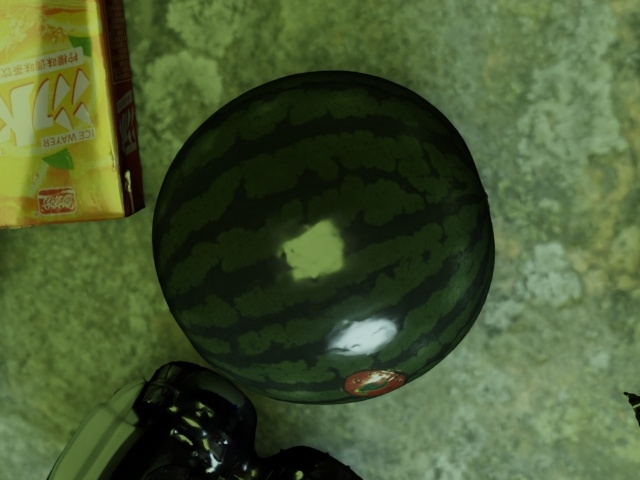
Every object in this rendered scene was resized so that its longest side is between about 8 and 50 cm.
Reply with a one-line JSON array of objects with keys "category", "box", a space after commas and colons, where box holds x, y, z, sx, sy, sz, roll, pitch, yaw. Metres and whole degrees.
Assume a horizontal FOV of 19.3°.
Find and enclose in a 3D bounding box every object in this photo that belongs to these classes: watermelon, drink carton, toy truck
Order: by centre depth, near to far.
[{"category": "watermelon", "box": [0.000, 0.000, 1.155, 0.212, 0.212, 0.212, 1, 98, 8]}, {"category": "toy truck", "box": [-0.080, 0.192, 1.216, 0.213, 0.177, 0.161, 35, 71, -7]}, {"category": "drink carton", "box": [-0.177, -0.122, 1.231, 0.096, 0.071, 0.223, -4, 97, 7]}]

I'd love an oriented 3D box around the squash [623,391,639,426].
[{"category": "squash", "box": [0.358, 0.077, 1.175, 0.331, 0.087, 0.087, -16, 95, 7]}]
